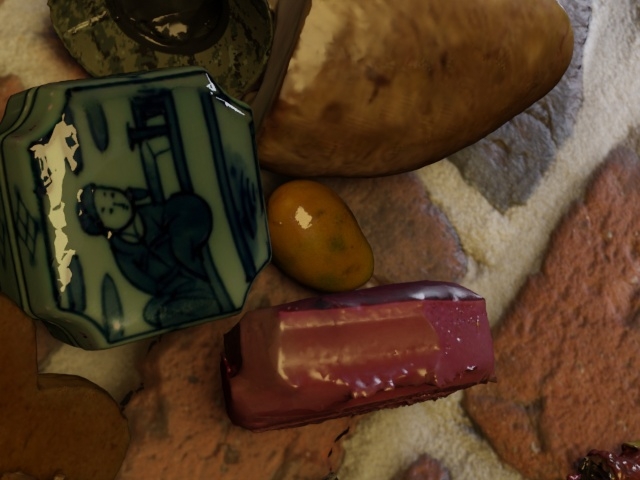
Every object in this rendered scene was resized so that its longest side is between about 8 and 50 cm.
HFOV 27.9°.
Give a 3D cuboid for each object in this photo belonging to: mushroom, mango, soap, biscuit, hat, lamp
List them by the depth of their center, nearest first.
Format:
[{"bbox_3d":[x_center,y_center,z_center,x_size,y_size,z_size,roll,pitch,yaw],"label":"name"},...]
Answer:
[{"bbox_3d":[-0.397,0.241,1.255,0.394,0.076,0.368,-53,134,-20],"label":"biscuit"},{"bbox_3d":[-0.166,-0.281,1.440,0.265,0.265,0.128,28,44,-16],"label":"hat"},{"bbox_3d":[0.035,0.133,1.451,0.325,0.220,0.127,-8,75,-23],"label":"soap"},{"bbox_3d":[-0.005,0.001,1.521,0.111,0.089,0.163,-37,109,-16],"label":"mango"},{"bbox_3d":[0.118,-0.195,1.533,0.397,0.224,0.314,17,72,-20],"label":"mushroom"},{"bbox_3d":[0.451,0.304,1.643,0.253,0.118,0.118,-5,83,-22],"label":"lamp"}]

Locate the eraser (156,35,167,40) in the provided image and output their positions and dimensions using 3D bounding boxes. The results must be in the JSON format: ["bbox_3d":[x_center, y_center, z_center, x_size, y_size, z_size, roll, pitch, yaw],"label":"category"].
[{"bbox_3d":[-0.189,-0.317,1.535,0.104,0.023,0.150,18,74,-19],"label":"eraser"}]

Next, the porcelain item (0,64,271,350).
[{"bbox_3d":[-0.201,-0.038,1.372,0.286,0.157,0.281,-11,97,-35],"label":"porcelain item"}]

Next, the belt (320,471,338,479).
[{"bbox_3d":[0.059,0.415,1.412,0.160,0.207,0.295,-36,94,-25],"label":"belt"}]

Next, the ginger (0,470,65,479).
[{"bbox_3d":[-0.252,0.403,1.292,0.274,0.152,0.357,-5,99,-20],"label":"ginger"}]
